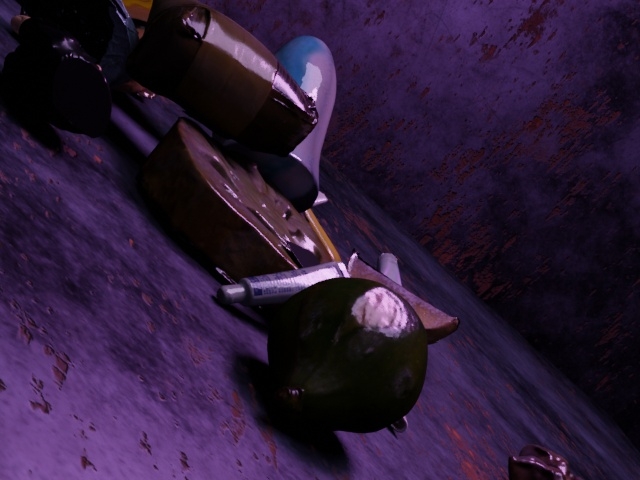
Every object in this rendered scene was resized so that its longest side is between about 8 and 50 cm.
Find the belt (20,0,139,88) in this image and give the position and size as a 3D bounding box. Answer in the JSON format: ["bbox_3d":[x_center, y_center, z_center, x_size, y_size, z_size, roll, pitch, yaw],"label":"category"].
[{"bbox_3d":[-0.364,-0.320,1.763,0.198,0.151,0.078,48,8,-1],"label":"belt"}]

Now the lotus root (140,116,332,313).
[{"bbox_3d":[-0.104,-0.014,1.687,0.375,0.111,0.390,53,10,25],"label":"lotus root"}]

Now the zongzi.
[{"bbox_3d":[-0.147,-0.282,1.804,0.289,0.154,0.317,35,22,-23],"label":"zongzi"}]

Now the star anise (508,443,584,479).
[{"bbox_3d":[0.421,0.453,1.841,0.315,0.108,0.315,35,11,-7],"label":"star anise"}]

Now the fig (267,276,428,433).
[{"bbox_3d":[0.014,0.146,1.316,0.195,0.195,0.245,45,44,5],"label":"fig"}]

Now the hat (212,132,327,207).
[{"bbox_3d":[-0.131,-0.145,2.135,0.257,0.168,0.301,66,-15,2],"label":"hat"}]

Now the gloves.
[{"bbox_3d":[-0.347,-0.217,1.489,0.203,0.124,0.164,19,-40,56],"label":"gloves"}]

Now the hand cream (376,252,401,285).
[{"bbox_3d":[0.156,0.081,2.616,0.078,0.050,0.205,42,13,-12],"label":"hand cream"}]

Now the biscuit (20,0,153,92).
[{"bbox_3d":[-0.330,-0.378,2.000,0.368,0.076,0.394,6,35,-30],"label":"biscuit"}]

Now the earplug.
[{"bbox_3d":[-0.051,-0.222,1.969,0.185,0.185,0.324,40,50,-27],"label":"earplug"}]

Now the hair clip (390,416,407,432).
[{"bbox_3d":[0.078,0.206,1.684,0.072,0.034,0.226,36,12,-47],"label":"hair clip"}]

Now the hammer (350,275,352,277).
[{"bbox_3d":[0.044,0.123,1.861,0.116,0.069,0.194,40,18,-29],"label":"hammer"}]

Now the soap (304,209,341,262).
[{"bbox_3d":[0.000,0.000,2.234,0.168,0.033,0.089,59,-4,19],"label":"soap"}]

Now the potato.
[{"bbox_3d":[0.125,0.141,2.135,0.261,0.100,0.120,33,-37,28],"label":"potato"}]

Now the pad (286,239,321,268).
[{"bbox_3d":[0.010,0.069,1.603,0.157,0.003,0.112,57,11,21],"label":"pad"}]

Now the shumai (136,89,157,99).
[{"bbox_3d":[-0.330,-0.340,2.133,0.145,0.116,0.145,45,8,-8],"label":"shumai"}]

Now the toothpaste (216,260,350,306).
[{"bbox_3d":[-0.042,0.062,1.508,0.216,0.037,0.062,-6,61,-37],"label":"toothpaste"}]
